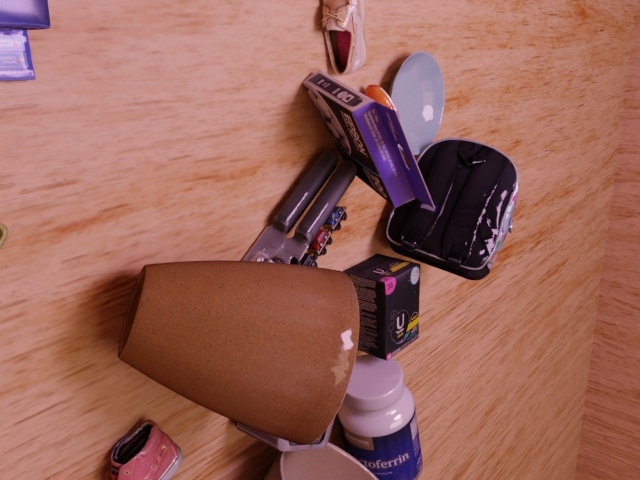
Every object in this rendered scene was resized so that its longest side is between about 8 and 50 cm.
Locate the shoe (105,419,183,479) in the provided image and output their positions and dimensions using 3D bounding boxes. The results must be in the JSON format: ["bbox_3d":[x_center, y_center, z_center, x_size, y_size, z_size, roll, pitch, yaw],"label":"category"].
[{"bbox_3d":[-0.265,0.327,0.802,0.178,0.063,0.081,-49,130,-33],"label":"shoe"}]

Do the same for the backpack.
[{"bbox_3d":[0.270,-0.065,1.196,0.253,0.225,0.191,-69,160,-5],"label":"backpack"}]

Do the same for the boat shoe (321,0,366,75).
[{"bbox_3d":[0.032,-0.341,0.949,0.059,0.063,0.170,-47,134,-39],"label":"boat shoe"}]

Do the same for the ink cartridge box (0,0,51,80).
[{"bbox_3d":[-0.342,-0.293,0.516,0.186,0.065,0.311,-18,116,-46],"label":"ink cartridge box"}]

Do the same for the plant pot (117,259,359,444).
[{"bbox_3d":[-0.116,0.121,0.777,0.254,0.237,0.237,17,88,-22],"label":"plant pot"}]

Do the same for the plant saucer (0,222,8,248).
[{"bbox_3d":[-0.414,0.034,0.539,0.188,0.045,0.188,34,74,-50],"label":"plant saucer"}]

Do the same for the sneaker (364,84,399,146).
[{"bbox_3d":[0.104,-0.191,1.085,0.067,0.064,0.175,-30,121,-30],"label":"sneaker"}]

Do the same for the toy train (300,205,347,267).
[{"bbox_3d":[0.000,0.000,1.046,0.036,0.027,0.158,46,66,-35],"label":"toy train"}]

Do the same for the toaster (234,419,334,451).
[{"bbox_3d":[-0.045,0.247,1.001,0.186,0.110,0.168,22,83,-51],"label":"toaster"}]

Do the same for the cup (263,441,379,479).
[{"bbox_3d":[-0.009,0.537,1.014,0.237,0.331,0.331,-50,142,10],"label":"cup"}]

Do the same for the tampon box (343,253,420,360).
[{"bbox_3d":[0.120,0.125,1.167,0.120,0.101,0.161,-24,119,-45],"label":"tampon box"}]

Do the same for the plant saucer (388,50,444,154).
[{"bbox_3d":[0.176,-0.264,1.167,0.195,0.037,0.195,-20,116,-46],"label":"plant saucer"}]

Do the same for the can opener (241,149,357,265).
[{"bbox_3d":[-0.039,-0.017,0.977,0.283,0.076,0.095,-56,169,-24],"label":"can opener"}]

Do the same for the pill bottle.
[{"bbox_3d":[0.115,0.365,1.197,0.153,0.153,0.264,-36,126,-38],"label":"pill bottle"}]

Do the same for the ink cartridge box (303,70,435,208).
[{"bbox_3d":[0.076,-0.149,0.950,0.045,0.208,0.206,-39,132,-7],"label":"ink cartridge box"}]
